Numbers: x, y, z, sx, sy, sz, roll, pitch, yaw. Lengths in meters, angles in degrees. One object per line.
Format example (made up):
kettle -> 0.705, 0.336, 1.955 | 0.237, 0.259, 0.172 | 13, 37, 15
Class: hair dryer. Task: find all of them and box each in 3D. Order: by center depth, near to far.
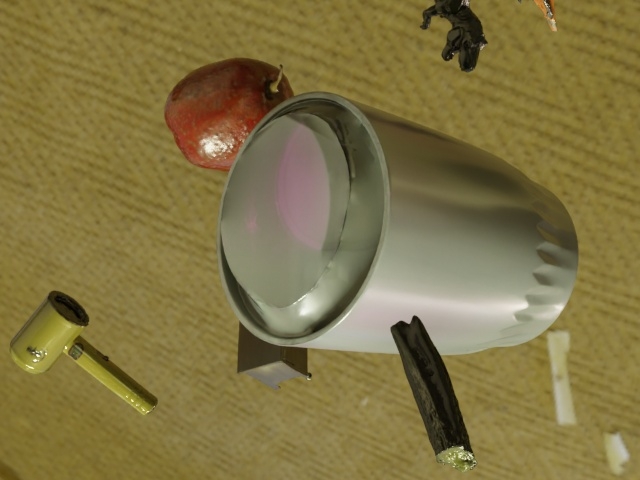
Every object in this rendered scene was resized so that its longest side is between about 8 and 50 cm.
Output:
hair dryer -> -0.420, 0.229, 2.042 | 0.279, 0.090, 0.135 | 40, 101, -6

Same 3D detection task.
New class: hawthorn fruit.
hawthorn fruit -> -0.097, -0.177, 1.472 | 0.204, 0.162, 0.162 | -23, 114, 30

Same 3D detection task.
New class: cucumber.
cucumber -> 0.094, 0.124, 0.921 | 0.033, 0.134, 0.034 | -30, 150, 25

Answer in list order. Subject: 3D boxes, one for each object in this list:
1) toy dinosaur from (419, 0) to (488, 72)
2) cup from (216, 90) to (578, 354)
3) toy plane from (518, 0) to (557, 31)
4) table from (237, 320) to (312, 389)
toy dinosaur -> 0.175, -0.284, 1.247 | 0.179, 0.087, 0.187 | 9, 140, 42
cup -> 0.093, 0.000, 1.209 | 0.372, 0.253, 0.253 | 11, 148, -41
toy plane -> 0.332, -0.383, 1.707 | 0.135, 0.062, 0.188 | -24, 154, 11
table -> -0.055, 0.141, 1.466 | 0.070, 0.083, 0.082 | -20, 144, 28
